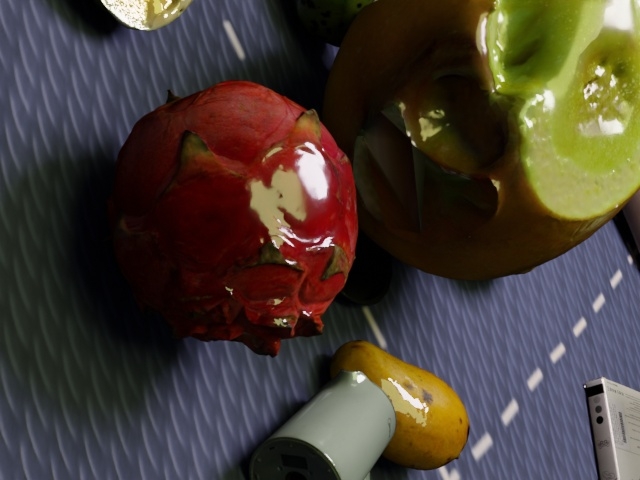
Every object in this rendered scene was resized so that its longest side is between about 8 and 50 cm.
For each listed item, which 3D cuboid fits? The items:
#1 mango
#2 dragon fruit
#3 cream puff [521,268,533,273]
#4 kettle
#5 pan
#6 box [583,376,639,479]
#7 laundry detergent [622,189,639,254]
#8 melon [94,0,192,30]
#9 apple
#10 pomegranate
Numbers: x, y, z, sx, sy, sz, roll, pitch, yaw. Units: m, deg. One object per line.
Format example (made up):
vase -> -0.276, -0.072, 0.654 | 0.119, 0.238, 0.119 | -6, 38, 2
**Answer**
mango -> 0.083, 0.177, 1.482 | 0.178, 0.090, 0.115 | 34, 35, -34
dragon fruit -> -0.076, -0.020, 1.264 | 0.241, 0.241, 0.252 | 49, 52, -25
cream puff -> 0.222, -0.030, 1.757 | 0.165, 0.115, 0.150 | 57, 42, -31
kettle -> 0.014, 0.210, 1.367 | 0.127, 0.098, 0.148 | 58, 32, -5
pan -> 0.000, 0.000, 1.519 | 0.235, 0.028, 0.136 | 17, 58, -52
box -> 0.415, 0.314, 1.897 | 0.129, 0.033, 0.247 | 24, 53, -45
laundry detergent -> 0.511, -0.073, 2.185 | 0.237, 0.076, 0.171 | 64, 30, -12
melon -> -0.195, -0.267, 1.376 | 0.160, 0.079, 0.128 | 29, 68, -43
apple -> 0.180, -0.145, 1.499 | 0.374, 0.384, 0.374 | 28, 31, -18
pomegranate -> 0.016, -0.294, 1.648 | 0.122, 0.122, 0.161 | 12, 25, -50
